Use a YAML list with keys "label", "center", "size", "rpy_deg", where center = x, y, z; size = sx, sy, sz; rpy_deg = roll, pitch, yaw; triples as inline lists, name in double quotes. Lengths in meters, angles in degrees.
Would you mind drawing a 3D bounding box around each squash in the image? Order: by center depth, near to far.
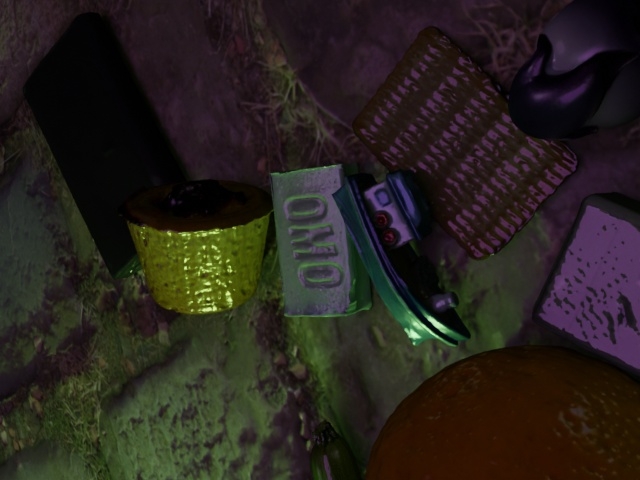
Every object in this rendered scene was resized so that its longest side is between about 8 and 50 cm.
- label: "squash"
  center: [0.038, 0.373, 0.975]
  size: [0.069, 0.069, 0.257]
  rpy_deg: [-24, 79, 35]

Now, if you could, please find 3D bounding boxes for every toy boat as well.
- label: "toy boat"
  center: [0.109, 0.019, 0.854]
  size: [0.098, 0.109, 0.237]
  rpy_deg: [-27, 87, 24]

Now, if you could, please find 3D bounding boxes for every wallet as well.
- label: "wallet"
  center: [-0.359, -0.158, 1.198]
  size: [0.228, 0.062, 0.405]
  rpy_deg: [-38, 73, 32]

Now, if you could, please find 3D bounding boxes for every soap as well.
- label: "soap"
  center: [0.000, 0.000, 0.953]
  size: [0.115, 0.063, 0.198]
  rpy_deg: [-6, 93, 29]

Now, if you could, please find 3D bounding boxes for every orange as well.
- label: "orange"
  center: [0.214, 0.261, 0.692]
  size: [0.341, 0.293, 0.340]
  rpy_deg: [24, 140, 22]

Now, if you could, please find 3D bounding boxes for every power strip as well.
- label: "power strip"
  center: [0.340, 0.058, 0.675]
  size: [0.224, 0.139, 0.140]
  rpy_deg: [28, 108, 29]

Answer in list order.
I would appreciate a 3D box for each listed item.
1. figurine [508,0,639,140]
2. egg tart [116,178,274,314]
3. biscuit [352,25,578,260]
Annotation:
- label: "figurine"
  center: [0.288, -0.174, 0.692]
  size: [0.222, 0.145, 0.145]
  rpy_deg: [-32, 77, 32]
- label: "egg tart"
  center: [-0.167, 0.001, 0.999]
  size: [0.215, 0.215, 0.170]
  rpy_deg: [13, 114, 34]
- label: "biscuit"
  center: [0.165, -0.115, 0.849]
  size: [0.254, 0.029, 0.172]
  rpy_deg: [50, 120, 20]
